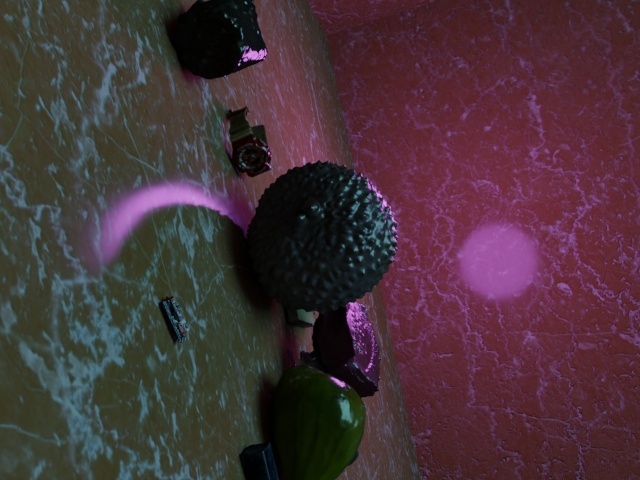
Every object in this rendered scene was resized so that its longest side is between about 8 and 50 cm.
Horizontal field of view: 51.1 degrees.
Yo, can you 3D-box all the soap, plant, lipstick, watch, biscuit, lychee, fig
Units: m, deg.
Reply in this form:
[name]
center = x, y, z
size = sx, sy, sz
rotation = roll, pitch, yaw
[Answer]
[soap]
center = 0.070, 0.269, 1.765
size = 0.182, 0.112, 0.289
rotation = 55, 18, -21
[plant]
center = -0.229, -0.494, 1.619
size = 0.276, 0.189, 0.198
rotation = -73, 148, -66
[lipstick]
center = -0.095, 0.565, 1.341
size = 0.051, 0.051, 0.312
rotation = -24, 102, -78
[watch]
center = -0.190, -0.283, 1.815
size = 0.268, 0.102, 0.164
rotation = -103, 169, -45
[biscuit]
center = -0.061, 0.187, 1.937
size = 0.199, 0.041, 0.121
rotation = 42, 33, -71
[lychee]
center = 0.000, 0.000, 1.674
size = 0.432, 0.381, 0.380
rotation = 65, 14, -70
[fig]
center = -0.018, 0.450, 1.540
size = 0.233, 0.233, 0.313
rotation = -23, 127, -77

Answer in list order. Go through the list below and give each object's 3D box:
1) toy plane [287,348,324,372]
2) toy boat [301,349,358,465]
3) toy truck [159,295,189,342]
[toy plane]
center = 0.012, 0.345, 1.775
size = 0.273, 0.107, 0.182
rotation = 11, 41, -46
[toy boat]
center = 0.036, 0.490, 1.867
size = 0.293, 0.111, 0.276
rotation = -95, 164, -51
[toy truck]
center = -0.254, 0.138, 1.173
size = 0.032, 0.024, 0.083
rotation = -42, 117, -51
